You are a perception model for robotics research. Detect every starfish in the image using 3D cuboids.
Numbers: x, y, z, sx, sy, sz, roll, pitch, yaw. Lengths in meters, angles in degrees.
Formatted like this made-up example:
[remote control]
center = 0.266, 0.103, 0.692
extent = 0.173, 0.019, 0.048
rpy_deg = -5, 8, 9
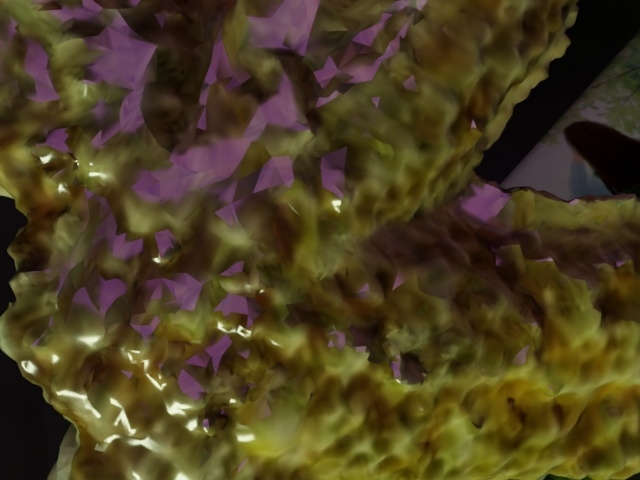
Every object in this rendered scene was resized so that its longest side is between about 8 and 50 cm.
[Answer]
[starfish]
center = 0.002, -0.004, 0.466
extent = 0.383, 0.132, 0.398
rpy_deg = -16, 84, -18

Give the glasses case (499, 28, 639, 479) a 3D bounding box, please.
[glasses case]
center = 0.113, -0.004, 0.614
extent = 0.095, 0.062, 0.272
rpy_deg = 34, 57, 15
